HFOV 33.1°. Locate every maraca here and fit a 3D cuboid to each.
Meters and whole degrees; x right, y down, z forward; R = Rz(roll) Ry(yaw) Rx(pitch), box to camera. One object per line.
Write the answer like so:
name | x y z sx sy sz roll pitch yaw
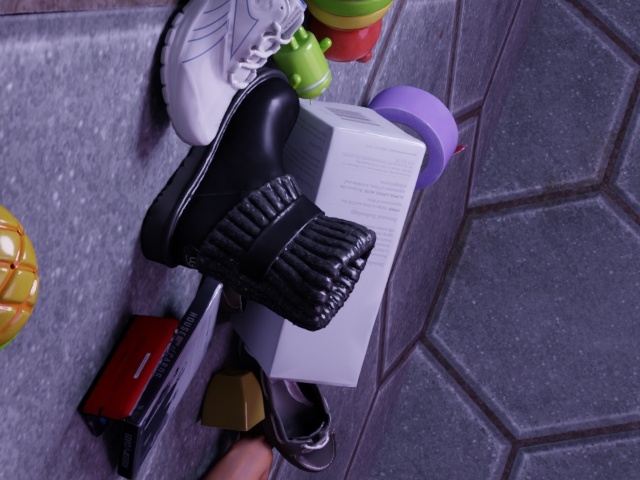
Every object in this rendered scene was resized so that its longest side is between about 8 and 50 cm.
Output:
maraca | -0.298 0.007 0.896 0.127 0.099 0.186 -49 127 -58

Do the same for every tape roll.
tape roll | 0.159 -0.192 2.041 0.080 0.189 0.189 -56 158 -44

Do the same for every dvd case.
dvd case | -0.203 0.187 1.456 0.179 0.029 0.239 108 7 -54

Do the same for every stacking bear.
stacking bear | 0.042 -0.370 1.526 0.289 0.175 0.164 97 16 -59

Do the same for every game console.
game console | -0.228 0.173 1.339 0.085 0.124 0.144 52 53 -40

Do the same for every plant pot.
plant pot | -0.140 0.252 1.732 0.081 0.081 0.083 -20 113 -70

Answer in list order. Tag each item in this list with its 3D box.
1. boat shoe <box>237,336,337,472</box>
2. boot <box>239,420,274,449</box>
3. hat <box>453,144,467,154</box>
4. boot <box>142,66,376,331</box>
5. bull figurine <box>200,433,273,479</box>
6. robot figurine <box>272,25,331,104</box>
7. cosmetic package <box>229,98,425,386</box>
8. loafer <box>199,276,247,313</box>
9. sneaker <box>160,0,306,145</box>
boat shoe | -0.044 0.286 1.818 0.112 0.095 0.335 -33 121 -15
boot | -0.096 0.237 1.885 0.115 0.112 0.305 9 106 -43
hat | 0.173 -0.093 2.202 0.173 0.183 0.209 -55 157 -44
boot | -0.038 -0.058 1.384 0.131 0.260 0.348 84 29 -56
bull figurine | -0.177 0.448 1.780 0.310 0.101 0.188 -40 156 -49
robot figurine | -0.026 -0.251 1.530 0.101 0.067 0.115 -56 135 -34
cosmetic package | 0.000 0.000 1.603 0.217 0.156 0.385 -133 -126 -61
loafer | -0.105 0.009 1.570 0.080 0.078 0.220 20 88 -74
sneaker | -0.093 -0.247 1.235 0.111 0.129 0.297 4 105 -76
